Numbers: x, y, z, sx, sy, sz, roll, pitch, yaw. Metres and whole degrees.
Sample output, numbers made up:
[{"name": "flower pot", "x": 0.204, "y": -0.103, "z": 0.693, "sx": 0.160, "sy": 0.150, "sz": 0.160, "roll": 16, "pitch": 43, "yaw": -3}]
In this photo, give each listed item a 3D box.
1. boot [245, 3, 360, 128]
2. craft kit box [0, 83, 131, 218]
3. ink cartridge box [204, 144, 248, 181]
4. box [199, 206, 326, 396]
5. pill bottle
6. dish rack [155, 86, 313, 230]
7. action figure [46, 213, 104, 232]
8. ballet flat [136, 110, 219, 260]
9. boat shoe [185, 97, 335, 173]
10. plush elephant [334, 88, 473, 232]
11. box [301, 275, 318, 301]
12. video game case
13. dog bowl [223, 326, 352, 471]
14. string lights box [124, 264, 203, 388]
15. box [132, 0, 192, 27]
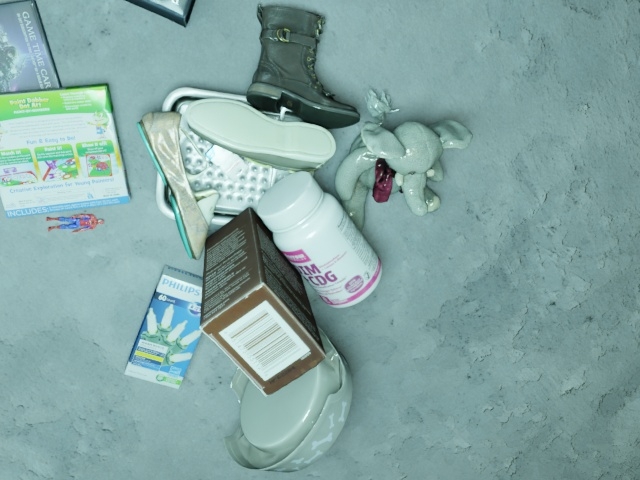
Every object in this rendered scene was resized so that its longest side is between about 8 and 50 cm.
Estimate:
[{"name": "boot", "x": -0.024, "y": -0.368, "z": 1.127, "sx": 0.263, "sy": 0.091, "sz": 0.229, "roll": 15, "pitch": 76, "yaw": -12}, {"name": "craft kit box", "x": -0.538, "y": -0.183, "z": 1.109, "sx": 0.250, "sy": 0.061, "sz": 0.246, "roll": -8, "pitch": 117, "yaw": -11}, {"name": "ink cartridge box", "x": -0.196, "y": -0.169, "z": 1.142, "sx": 0.048, "sy": 0.028, "sz": 0.083, "roll": -44, "pitch": 110, "yaw": 4}, {"name": "box", "x": -0.123, "y": 0.097, "z": 1.060, "sx": 0.143, "sy": 0.381, "sz": 0.191, "roll": -35, "pitch": 113, "yaw": 6}, {"name": "pill bottle", "x": 0.000, "y": 0.000, "z": 1.161, "sx": 0.160, "sy": 0.160, "sz": 0.283, "roll": -38, "pitch": 120, "yaw": 1}, {"name": "dish rack", "x": -0.182, "y": -0.175, "z": 1.195, "sx": 0.333, "sy": 0.072, "sz": 0.285, "roll": 5, "pitch": 106, "yaw": -14}, {"name": "action figure", "x": -0.533, "y": -0.038, "z": 1.183, "sx": 0.115, "sy": 0.030, "sz": 0.038, "roll": -5, "pitch": 103, "yaw": -13}, {"name": "ballet flat", "x": -0.269, "y": -0.112, "z": 1.109, "sx": 0.106, "sy": 0.107, "sz": 0.316, "roll": -21, "pitch": 111, "yaw": -13}, {"name": "boat shoe", "x": -0.125, "y": -0.203, "z": 1.106, "sx": 0.305, "sy": 0.091, "sz": 0.109, "roll": 12, "pitch": 65, "yaw": -16}, {"name": "plush elephant", "x": 0.177, "y": -0.161, "z": 1.176, "sx": 0.272, "sy": 0.255, "sz": 0.330, "roll": -10, "pitch": 107, "yaw": -14}, {"name": "box", "x": -0.055, "y": 0.057, "z": 1.303, "sx": 0.231, "sy": 0.056, "sz": 0.183, "roll": -33, "pitch": 110, "yaw": -1}, {"name": "video game case", "x": -0.668, "y": -0.344, "z": 1.059, "sx": 0.274, "sy": 0.026, "sz": 0.196, "roll": -13, "pitch": 109, "yaw": -9}, {"name": "dog bowl", "x": -0.073, "y": 0.363, "z": 1.253, "sx": 0.349, "sy": 0.349, "sz": 0.102, "roll": -47, "pitch": 124, "yaw": 4}, {"name": "string lights box", "x": -0.348, "y": 0.202, "z": 1.271, "sx": 0.133, "sy": 0.077, "sz": 0.259, "roll": 20, "pitch": 101, "yaw": -16}, {"name": "box", "x": -0.313, "y": -0.632, "z": 0.951, "sx": 0.293, "sy": 0.212, "sz": 0.395, "roll": 18, "pitch": 103, "yaw": -18}]
